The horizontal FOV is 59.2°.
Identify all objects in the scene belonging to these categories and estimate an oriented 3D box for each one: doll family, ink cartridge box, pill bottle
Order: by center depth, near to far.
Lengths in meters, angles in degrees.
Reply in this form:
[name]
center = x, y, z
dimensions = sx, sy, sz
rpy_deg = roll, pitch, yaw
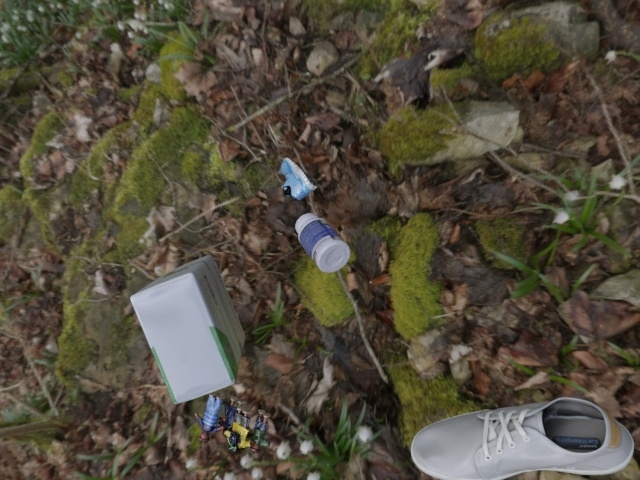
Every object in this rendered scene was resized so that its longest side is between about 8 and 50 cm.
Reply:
[ink cartridge box]
center = -0.175, 0.113, 0.792
dimensions = 0.087, 0.208, 0.153
rpy_deg = -21, 95, -2
[pill bottle]
center = 0.000, 0.000, 1.031
dimensions = 0.067, 0.067, 0.120
rpy_deg = -40, 43, 1
[doll family]
center = -0.202, 0.424, 1.280
dimensions = 0.193, 0.076, 0.111
rpy_deg = 15, 92, 37

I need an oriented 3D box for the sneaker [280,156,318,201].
[sneaker]
center = -0.067, -0.137, 1.286
dimensions = 0.073, 0.162, 0.063
rpy_deg = -47, 119, 5

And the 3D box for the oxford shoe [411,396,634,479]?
[oxford shoe]
center = 0.401, 0.411, 1.182
dimensions = 0.450, 0.130, 0.169
rpy_deg = -12, 41, 26
